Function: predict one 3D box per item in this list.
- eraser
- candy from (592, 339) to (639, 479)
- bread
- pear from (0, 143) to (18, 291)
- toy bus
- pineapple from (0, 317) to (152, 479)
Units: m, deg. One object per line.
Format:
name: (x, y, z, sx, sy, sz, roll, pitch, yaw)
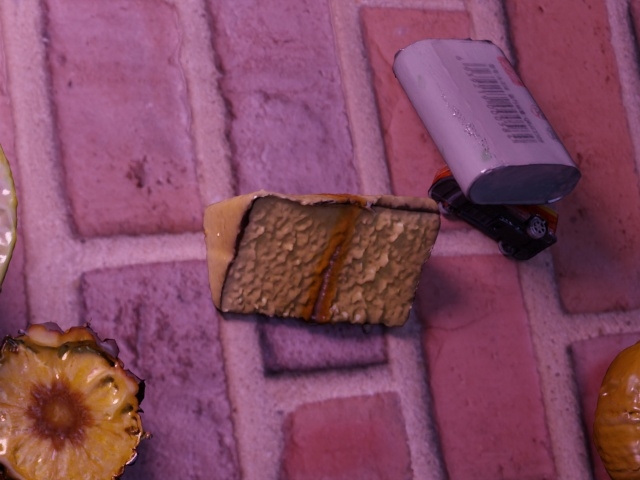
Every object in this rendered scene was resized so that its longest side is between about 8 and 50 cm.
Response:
eraser: (0.207, -0.151, 2.009, 0.174, 0.081, 0.227, -3, 51, -31)
candy: (0.476, 0.243, 2.084, 0.259, 0.118, 0.260, 8, 75, -31)
bread: (0.000, 0.000, 1.906, 0.266, 0.178, 0.142, 3, 43, -30)
pear: (-0.514, -0.032, 1.604, 0.398, 0.165, 0.399, 7, 73, -26)
toy bus: (0.224, -0.050, 2.051, 0.174, 0.079, 0.077, 33, 55, -16)
pineapple: (-0.287, 0.191, 1.715, 0.224, 0.076, 0.225, 9, 71, -28)
